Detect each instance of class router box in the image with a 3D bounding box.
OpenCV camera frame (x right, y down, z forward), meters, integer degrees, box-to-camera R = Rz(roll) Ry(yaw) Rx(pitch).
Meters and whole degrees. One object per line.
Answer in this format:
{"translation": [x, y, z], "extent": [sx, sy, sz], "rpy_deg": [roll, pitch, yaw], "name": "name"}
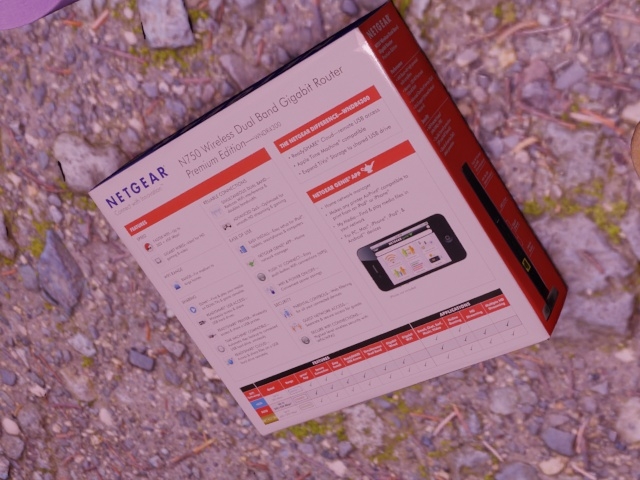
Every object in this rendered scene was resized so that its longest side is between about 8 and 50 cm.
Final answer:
{"translation": [0.000, 0.000, 0.889], "extent": [0.335, 0.082, 0.301], "rpy_deg": [-24, 105, 34], "name": "router box"}

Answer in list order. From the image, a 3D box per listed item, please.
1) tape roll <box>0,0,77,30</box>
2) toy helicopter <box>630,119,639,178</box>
{"translation": [-0.289, -0.324, 0.835], "extent": [0.275, 0.090, 0.275], "rpy_deg": [11, 122, 19], "name": "tape roll"}
{"translation": [0.359, -0.123, 0.617], "extent": [0.355, 0.140, 0.235], "rpy_deg": [-22, 105, 36], "name": "toy helicopter"}
